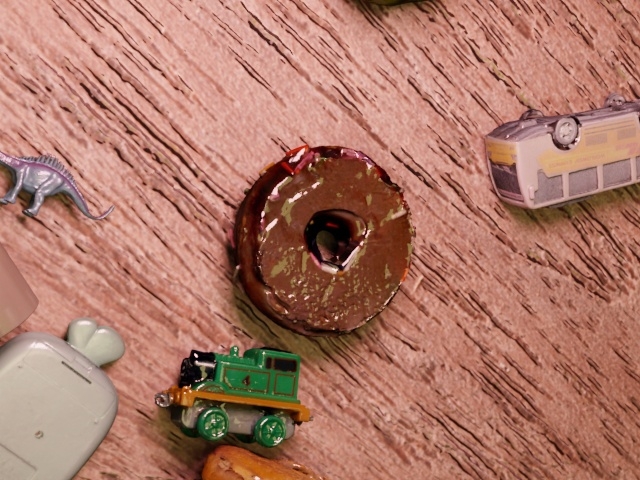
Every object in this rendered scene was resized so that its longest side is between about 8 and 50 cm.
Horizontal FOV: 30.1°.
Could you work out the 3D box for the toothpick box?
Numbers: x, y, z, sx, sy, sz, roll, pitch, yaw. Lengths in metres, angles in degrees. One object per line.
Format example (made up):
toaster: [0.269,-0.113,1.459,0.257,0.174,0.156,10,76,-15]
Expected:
toothpick box: [-0.426,0.028,1.404,0.111,0.111,0.180,-36,110,-17]

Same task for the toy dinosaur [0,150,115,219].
toy dinosaur: [-0.348,-0.069,1.465,0.197,0.045,0.080,28,73,-20]

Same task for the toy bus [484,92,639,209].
toy bus: [0.409,-0.140,1.774,0.343,0.097,0.138,-15,109,-23]

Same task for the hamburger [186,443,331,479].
hamburger: [-0.059,0.397,1.551,0.260,0.245,0.211,30,77,-49]

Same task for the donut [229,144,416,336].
donut: [0.000,0.000,1.600,0.270,0.103,0.269,-3,97,-26]

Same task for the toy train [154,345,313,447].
toy train: [-0.110,0.203,1.582,0.228,0.091,0.136,13,80,-24]

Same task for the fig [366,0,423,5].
fig: [0.094,-0.450,1.562,0.206,0.206,0.275,-20,90,-21]

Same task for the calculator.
calculator: [-0.360,0.223,1.493,0.184,0.042,0.295,41,80,-22]
